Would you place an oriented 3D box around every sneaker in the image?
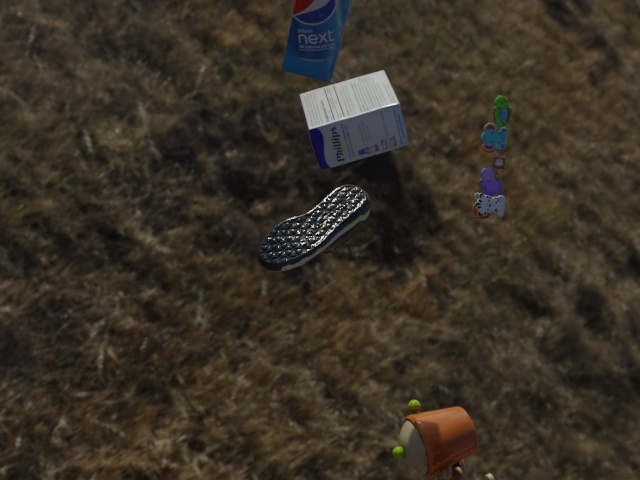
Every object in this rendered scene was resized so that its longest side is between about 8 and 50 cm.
[{"bbox_3d":[0.000,0.000,1.695,0.235,0.097,0.084,-32,56,-25],"label":"sneaker"}]

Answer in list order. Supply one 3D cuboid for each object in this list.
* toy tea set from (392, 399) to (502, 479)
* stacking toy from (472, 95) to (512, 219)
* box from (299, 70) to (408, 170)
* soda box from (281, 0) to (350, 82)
[{"bbox_3d":[0.201,0.398,1.507,0.124,0.200,0.336,-16,43,-14],"label":"toy tea set"},{"bbox_3d":[0.303,-0.144,1.819,0.167,0.052,0.221,-28,122,-84],"label":"stacking toy"},{"bbox_3d":[0.048,-0.178,1.504,0.126,0.137,0.072,-103,177,-58],"label":"box"},{"bbox_3d":[0.008,-0.310,1.273,0.067,0.210,0.071,15,34,1],"label":"soda box"}]
